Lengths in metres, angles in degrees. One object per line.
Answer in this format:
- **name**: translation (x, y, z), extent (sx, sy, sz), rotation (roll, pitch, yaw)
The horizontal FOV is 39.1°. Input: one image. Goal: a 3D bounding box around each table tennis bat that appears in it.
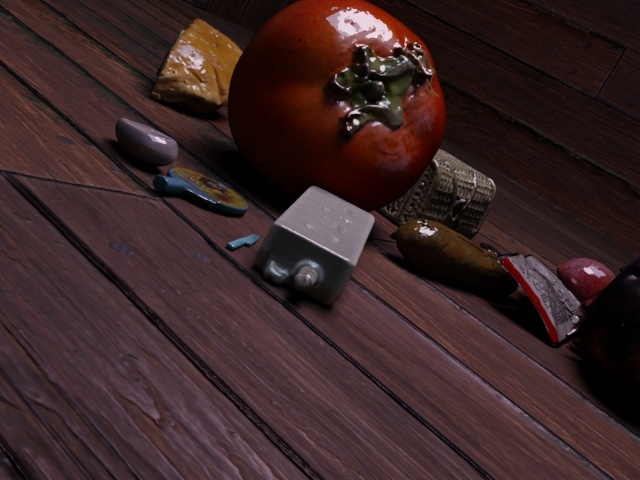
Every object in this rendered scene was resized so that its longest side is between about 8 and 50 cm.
- **table tennis bat**: translation (-0.143, -0.060, 1.055), extent (0.100, 0.019, 0.155), rotation (35, 13, 24)

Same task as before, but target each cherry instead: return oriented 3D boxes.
- **cherry**: translation (0.513, 0.109, 1.595), extent (0.225, 0.090, 0.107), rotation (38, -2, -1)

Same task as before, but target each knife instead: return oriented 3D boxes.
- **knife**: translation (-0.082, 0.002, 0.976), extent (0.014, 0.005, 0.091), rotation (29, 13, 8)

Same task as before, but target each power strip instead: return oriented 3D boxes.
- **power strip**: translation (0.000, 0.000, 1.032), extent (0.098, 0.058, 0.338), rotation (29, 14, 1)

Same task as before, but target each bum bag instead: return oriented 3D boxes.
- **bum bag**: translation (0.294, 0.036, 1.524), extent (0.058, 0.034, 0.124), rotation (37, 14, -4)

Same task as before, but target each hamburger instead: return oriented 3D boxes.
- **hamburger**: translation (-0.199, -0.285, 1.521), extent (0.155, 0.135, 0.207), rotation (26, 16, -3)

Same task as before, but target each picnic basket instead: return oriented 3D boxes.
- **picnic basket**: translation (0.191, -0.086, 1.563), extent (0.196, 0.134, 0.154), rotation (13, 17, -49)

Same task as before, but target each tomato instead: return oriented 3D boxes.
- **tomato**: translation (0.018, -0.190, 1.302), extent (0.322, 0.321, 0.321), rotation (27, 14, -7)

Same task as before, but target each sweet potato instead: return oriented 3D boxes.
- **sweet potato**: translation (0.214, 0.032, 1.315), extent (0.273, 0.075, 0.075), rotation (21, 16, -37)

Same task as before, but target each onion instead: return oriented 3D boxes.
- **onion**: translation (0.453, 0.121, 1.172), extent (0.281, 0.221, 0.281), rotation (0, 5, 0)

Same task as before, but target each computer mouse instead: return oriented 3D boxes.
- **computer mouse**: translation (-0.210, -0.114, 1.077), extent (0.066, 0.039, 0.096), rotation (15, 11, -44)

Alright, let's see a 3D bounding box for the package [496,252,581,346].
- **package**: translation (0.342, 0.080, 1.362), extent (0.154, 0.030, 0.239), rotation (57, 21, 16)
